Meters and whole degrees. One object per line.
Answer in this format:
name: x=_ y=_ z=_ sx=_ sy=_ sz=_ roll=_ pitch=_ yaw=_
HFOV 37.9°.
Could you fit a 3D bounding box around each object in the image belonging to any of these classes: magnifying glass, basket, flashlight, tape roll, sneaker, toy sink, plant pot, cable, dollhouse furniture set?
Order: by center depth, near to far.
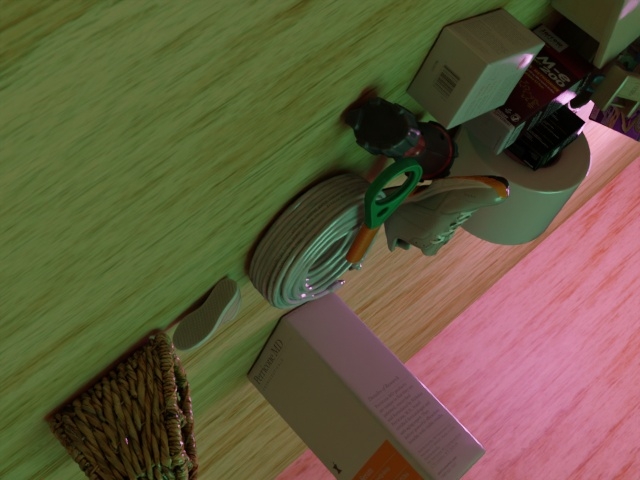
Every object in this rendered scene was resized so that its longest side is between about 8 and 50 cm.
magnifying glass: x=0.086 y=-0.042 z=1.395 sx=0.092 sy=0.026 sz=0.231 roll=-23 pitch=153 yaw=-34
flashlight: x=0.136 y=-0.149 z=1.413 sx=0.103 sy=0.103 sz=0.304 roll=-32 pitch=169 yaw=13
sneaker: x=-0.170 y=0.124 z=1.440 sx=0.134 sy=0.051 sz=0.070 roll=-50 pitch=162 yaw=-13
basket: x=-0.247 y=0.316 z=1.446 sx=0.223 sy=0.213 sz=0.299 roll=-39 pitch=162 yaw=-18
cable: x=0.000 y=0.000 z=1.494 sx=0.257 sy=0.089 sz=0.257 roll=-24 pitch=153 yaw=-48
sneaker: x=0.201 y=-0.038 z=1.501 sx=0.099 sy=0.121 sz=0.262 roll=-4 pitch=177 yaw=-38
toy sink: x=0.480 y=-0.427 z=1.525 sx=0.153 sy=0.131 sz=0.234 roll=-40 pitch=158 yaw=-16
dollhouse furniture set: x=0.552 y=-0.307 z=1.651 sx=0.183 sy=0.129 sz=0.129 roll=3 pitch=131 yaw=-38
tape roll: x=0.352 y=-0.136 z=1.726 sx=0.246 sy=0.246 sz=0.169 roll=-34 pitch=160 yaw=-32
plant pot: x=0.503 y=-0.369 z=1.745 sx=0.237 sy=0.110 sz=0.237 roll=-40 pitch=161 yaw=-17

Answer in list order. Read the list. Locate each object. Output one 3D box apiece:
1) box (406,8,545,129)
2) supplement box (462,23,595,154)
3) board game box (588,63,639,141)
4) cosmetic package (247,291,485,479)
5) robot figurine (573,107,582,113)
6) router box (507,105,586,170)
box: x=0.235 y=-0.262 z=1.409 sx=0.170 sy=0.091 sz=0.130 roll=-27 pitch=156 yaw=-45
supplement box: x=0.341 y=-0.262 z=1.593 sx=0.239 sy=0.130 sz=0.073 roll=-36 pitch=161 yaw=-28
board game box: x=0.644 y=-0.372 z=1.797 sx=0.208 sy=0.056 sz=0.347 roll=-108 pitch=-145 yaw=-71
cosmetic package: x=0.082 y=0.348 z=1.881 sx=0.161 sy=0.453 sz=0.230 roll=-28 pitch=157 yaw=-43
robot figurine: x=0.516 y=-0.318 z=1.952 sx=0.291 sy=0.085 sz=0.211 roll=-30 pitch=159 yaw=-38
router box: x=0.357 y=-0.220 z=1.644 sx=0.133 sy=0.179 sz=0.046 roll=-35 pitch=159 yaw=-29
